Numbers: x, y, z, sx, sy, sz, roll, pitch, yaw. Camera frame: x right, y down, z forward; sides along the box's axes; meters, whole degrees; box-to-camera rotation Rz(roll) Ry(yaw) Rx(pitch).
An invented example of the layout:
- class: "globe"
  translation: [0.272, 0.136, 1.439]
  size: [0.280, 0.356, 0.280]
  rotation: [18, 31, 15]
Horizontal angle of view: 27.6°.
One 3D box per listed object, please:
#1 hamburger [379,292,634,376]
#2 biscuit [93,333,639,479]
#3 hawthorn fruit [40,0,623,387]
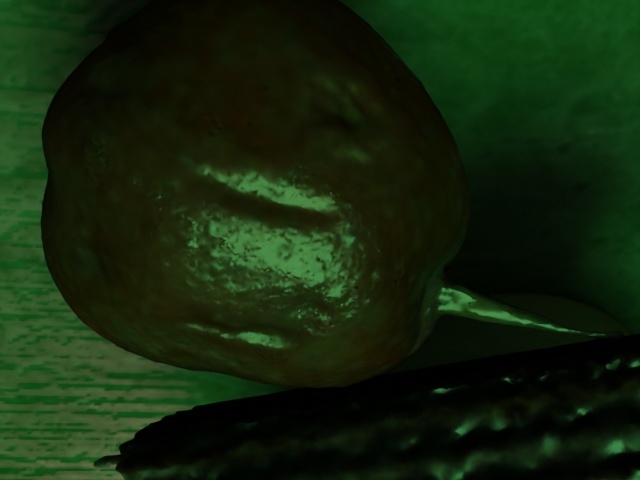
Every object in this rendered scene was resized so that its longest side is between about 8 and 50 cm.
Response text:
- class: "hamburger"
  translation: [0.067, 0.163, 0.625]
  size: [0.227, 0.151, 0.295]
  rotation: [21, 123, -24]
- class: "biscuit"
  translation: [0.051, 0.080, 0.474]
  size: [0.252, 0.106, 0.070]
  rotation: [-10, 86, 6]
- class: "hawthorn fruit"
  translation: [-0.016, -0.005, 0.438]
  size: [0.149, 0.189, 0.149]
  rotation: [-31, 154, -17]
